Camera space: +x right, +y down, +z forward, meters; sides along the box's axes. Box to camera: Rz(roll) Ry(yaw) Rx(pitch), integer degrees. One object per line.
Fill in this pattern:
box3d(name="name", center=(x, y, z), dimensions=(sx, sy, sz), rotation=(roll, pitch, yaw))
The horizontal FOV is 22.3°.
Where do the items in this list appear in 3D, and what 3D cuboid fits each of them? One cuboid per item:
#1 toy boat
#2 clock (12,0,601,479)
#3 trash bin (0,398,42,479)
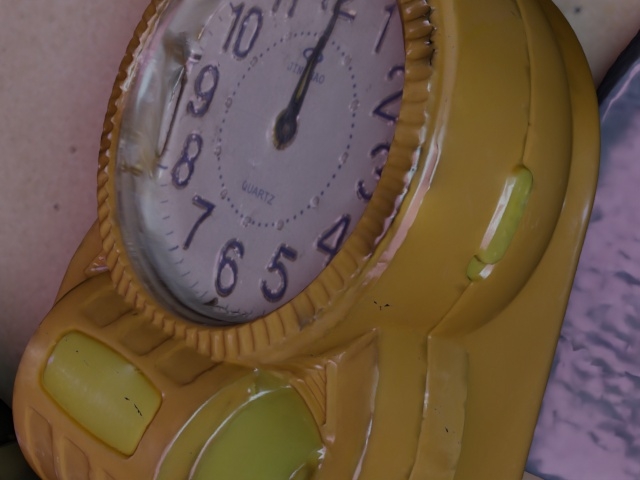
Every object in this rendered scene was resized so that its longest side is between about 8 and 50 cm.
box3d(name="toy boat", center=(0.167, -0.003, 0.776), dimensions=(0.127, 0.078, 0.283), rotation=(21, 107, 16))
box3d(name="clock", center=(0.000, 0.000, 0.752), dimensions=(0.244, 0.200, 0.317), rotation=(27, 100, 45))
box3d(name="trash bin", center=(-0.248, 0.142, 0.863), dimensions=(0.334, 0.214, 0.214), rotation=(44, 109, 9))
